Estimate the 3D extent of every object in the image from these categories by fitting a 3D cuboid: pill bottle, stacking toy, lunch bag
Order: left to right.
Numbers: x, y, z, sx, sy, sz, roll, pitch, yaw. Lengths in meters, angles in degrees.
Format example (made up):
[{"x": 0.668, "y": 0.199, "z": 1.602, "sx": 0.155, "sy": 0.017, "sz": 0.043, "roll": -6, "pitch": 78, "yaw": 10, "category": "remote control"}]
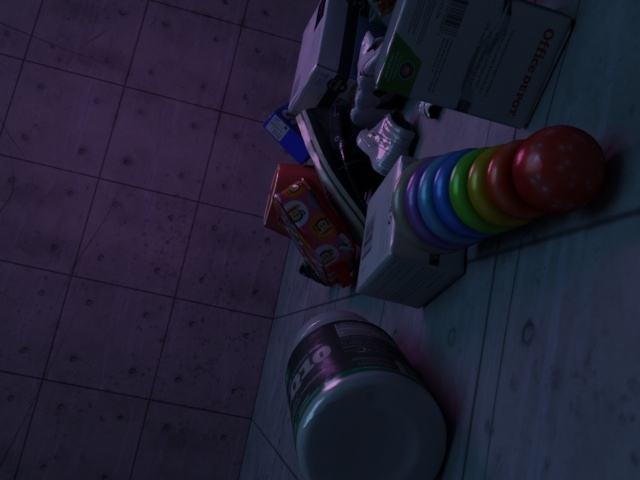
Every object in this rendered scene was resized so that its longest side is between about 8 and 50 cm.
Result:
[{"x": 0.000, "y": 0.000, "z": 1.581, "sx": 0.258, "sy": 0.120, "sz": 0.293, "roll": 55, "pitch": 174, "yaw": 15, "category": "lunch bag"}, {"x": 0.050, "y": 0.240, "z": 1.016, "sx": 0.361, "sy": 0.204, "sz": 0.204, "roll": -125, "pitch": 48, "yaw": -79, "category": "pill bottle"}, {"x": 0.209, "y": -0.065, "z": 0.771, "sx": 0.330, "sy": 0.141, "sz": 0.141, "roll": 161, "pitch": 122, "yaw": -72, "category": "stacking toy"}]

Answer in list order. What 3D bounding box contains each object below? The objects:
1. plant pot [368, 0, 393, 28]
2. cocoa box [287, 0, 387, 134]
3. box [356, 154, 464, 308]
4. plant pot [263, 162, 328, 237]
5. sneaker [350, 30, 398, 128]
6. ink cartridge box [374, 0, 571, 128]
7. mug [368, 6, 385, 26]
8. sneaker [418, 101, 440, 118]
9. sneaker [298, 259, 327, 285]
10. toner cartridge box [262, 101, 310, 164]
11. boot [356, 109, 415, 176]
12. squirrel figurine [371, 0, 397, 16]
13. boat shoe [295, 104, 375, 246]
[{"x": 0.197, "y": -0.495, "z": 1.218, "sx": 0.290, "sy": 0.196, "sz": 0.290, "roll": -167, "pitch": 90, "yaw": -82, "category": "plant pot"}, {"x": 0.071, "y": -0.522, "z": 1.887, "sx": 0.231, "sy": 0.228, "sz": 0.347, "roll": 132, "pitch": 151, "yaw": -54, "category": "cocoa box"}, {"x": 0.147, "y": -0.009, "z": 1.051, "sx": 0.182, "sy": 0.119, "sz": 0.180, "roll": 122, "pitch": 160, "yaw": -62, "category": "box"}, {"x": -0.032, "y": -0.108, "z": 1.937, "sx": 0.275, "sy": 0.243, "sz": 0.274, "roll": -167, "pitch": 90, "yaw": -82, "category": "plant pot"}, {"x": 0.158, "y": -0.432, "z": 1.551, "sx": 0.366, "sy": 0.138, "sz": 0.210, "roll": 118, "pitch": 160, "yaw": -70, "category": "sneaker"}, {"x": 0.192, "y": -0.251, "z": 0.847, "sx": 0.087, "sy": 0.209, "sz": 0.153, "roll": -86, "pitch": 13, "yaw": -60, "category": "ink cartridge box"}, {"x": 0.200, "y": -0.660, "z": 1.772, "sx": 0.129, "sy": 0.098, "sz": 0.157, "roll": 123, "pitch": 159, "yaw": -67, "category": "mug"}, {"x": 0.227, "y": -0.286, "z": 1.257, "sx": 0.043, "sy": 0.040, "sz": 0.109, "roll": -118, "pitch": 36, "yaw": -52, "category": "sneaker"}, {"x": 0.008, "y": 0.075, "z": 1.861, "sx": 0.267, "sy": 0.106, "sz": 0.101, "roll": 130, "pitch": 154, "yaw": -68, "category": "sneaker"}, {"x": -0.014, "y": -0.374, "z": 1.993, "sx": 0.075, "sy": 0.165, "sz": 0.348, "roll": -42, "pitch": 3, "yaw": 41, "category": "toner cartridge box"}, {"x": 0.158, "y": -0.241, "z": 1.485, "sx": 0.258, "sy": 0.095, "sz": 0.123, "roll": -110, "pitch": 40, "yaw": -61, "category": "boot"}, {"x": 0.142, "y": -0.517, "z": 0.893, "sx": 0.281, "sy": 0.371, "sz": 0.396, "roll": -110, "pitch": 20, "yaw": -74, "category": "squirrel figurine"}, {"x": 0.065, "y": -0.188, "z": 1.652, "sx": 0.186, "sy": 0.156, "sz": 0.500, "roll": 68, "pitch": -178, "yaw": -45, "category": "boat shoe"}]
